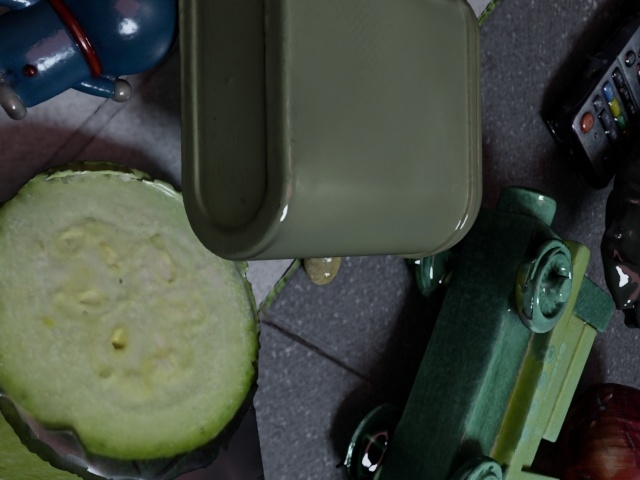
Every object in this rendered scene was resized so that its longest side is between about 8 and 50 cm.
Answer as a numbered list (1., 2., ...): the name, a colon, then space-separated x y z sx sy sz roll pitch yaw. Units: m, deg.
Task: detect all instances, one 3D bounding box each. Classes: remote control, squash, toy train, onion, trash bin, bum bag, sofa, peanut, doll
1. remote control: 0.412 -0.251 0.848 0.399 0.062 0.145 -51 123 -16
2. squash: -0.149 0.062 0.467 0.220 0.133 0.220 18 60 -34
3. toy train: 0.180 0.150 0.700 0.253 0.160 0.398 27 82 -45
4. onion: 0.351 0.293 0.856 0.230 0.163 0.230 -6 90 -65
5. trash bin: 0.018 -0.102 0.507 0.247 0.121 0.244 -4 94 -51
6. bum bag: 0.378 -0.024 0.779 0.326 0.079 0.142 -55 127 -36
7. sofa: -0.124 0.179 0.546 0.147 0.060 0.085 -5 85 -36
8. peanut: 0.000 0.000 0.609 0.037 0.037 0.083 -19 112 -32
9. doll: -0.156 -0.144 0.443 0.151 0.085 0.114 -36 133 -14
